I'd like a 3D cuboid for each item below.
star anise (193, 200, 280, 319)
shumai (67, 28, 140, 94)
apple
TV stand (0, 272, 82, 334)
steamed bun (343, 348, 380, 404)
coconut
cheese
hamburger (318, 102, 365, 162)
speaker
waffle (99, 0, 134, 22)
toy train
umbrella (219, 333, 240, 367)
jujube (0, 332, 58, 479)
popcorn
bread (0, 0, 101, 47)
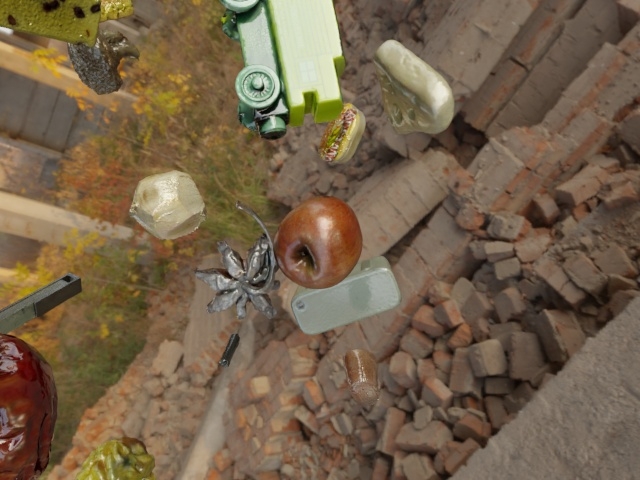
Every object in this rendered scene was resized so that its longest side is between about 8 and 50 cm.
[{"bbox_3d":[-0.240,0.106,1.515,0.315,0.359,0.139,-40,18,-2],"label":"star anise"},{"bbox_3d":[-0.666,-0.571,1.569,0.176,0.166,0.206,-57,-29,-44],"label":"shumai"},{"bbox_3d":[0.000,0.000,1.345,0.253,0.253,0.254,-31,50,46],"label":"apple"},{"bbox_3d":[-0.706,0.161,1.239,0.040,0.256,0.049,21,123,18],"label":"TV stand"},{"bbox_3d":[0.138,0.431,1.578,0.106,0.175,0.145,-17,48,4],"label":"steamed bun"},{"bbox_3d":[-0.417,-0.095,1.358,0.194,0.194,0.195,-31,50,46],"label":"coconut"},{"bbox_3d":[0.311,-0.423,1.604,0.129,0.351,0.328,-34,56,-3],"label":"cheese"},{"bbox_3d":[0.069,-0.363,1.721,0.210,0.116,0.173,-65,24,16],"label":"hamburger"},{"bbox_3d":[0.097,0.202,1.948,0.405,0.183,0.184,-20,15,10],"label":"speaker"},{"bbox_3d":[-0.725,-0.726,1.608,0.160,0.211,0.055,18,132,32],"label":"waffle"},{"bbox_3d":[-0.085,-0.454,1.175,0.179,0.272,0.443,117,143,-81],"label":"toy train"},{"bbox_3d":[-0.280,0.340,1.565,0.031,0.036,0.133,-5,30,14],"label":"umbrella"},{"bbox_3d":[-0.658,0.360,0.963,0.276,0.276,0.377,50,127,53],"label":"jujube"},{"bbox_3d":[-0.514,0.608,1.277,0.169,0.189,0.218,-44,10,13],"label":"popcorn"},{"bbox_3d":[-0.679,-0.546,1.156,0.077,0.361,0.138,29,112,29],"label":"bread"}]
